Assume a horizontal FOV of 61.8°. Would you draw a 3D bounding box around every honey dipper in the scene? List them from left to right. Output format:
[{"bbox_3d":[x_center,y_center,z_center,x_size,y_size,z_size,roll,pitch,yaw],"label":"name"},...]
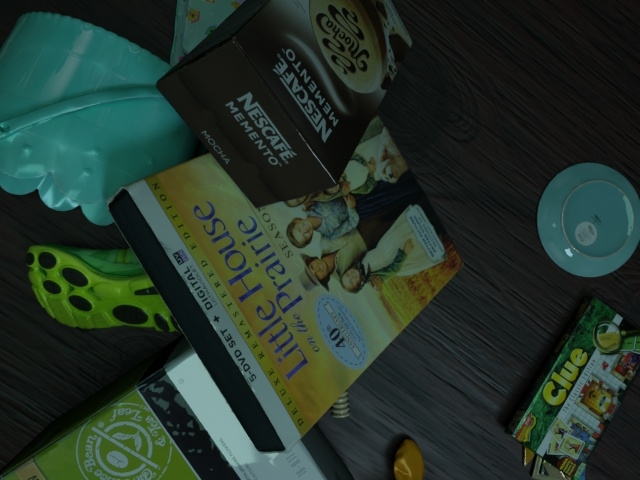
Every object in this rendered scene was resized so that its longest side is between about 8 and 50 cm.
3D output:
[{"bbox_3d":[0.024,0.183,0.807,0.031,0.030,0.160,-4,89,-8],"label":"honey dipper"}]

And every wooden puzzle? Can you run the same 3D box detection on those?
[{"bbox_3d":[0.379,0.357,0.862,0.116,0.014,0.078,10,89,-8],"label":"wooden puzzle"}]

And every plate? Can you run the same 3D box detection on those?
[{"bbox_3d":[0.443,-0.034,0.866,0.188,0.024,0.188,0,90,-9],"label":"plate"}]

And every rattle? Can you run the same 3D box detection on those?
[{"bbox_3d":[0.171,0.390,0.740,0.130,0.200,0.142,19,87,-7],"label":"rattle"}]

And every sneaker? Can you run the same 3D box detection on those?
[{"bbox_3d":[-0.262,0.059,0.735,0.296,0.123,0.109,8,108,10],"label":"sneaker"}]

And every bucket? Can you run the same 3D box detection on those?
[{"bbox_3d":[-0.277,-0.124,0.651,0.281,0.281,0.183,20,81,-7],"label":"bucket"}]

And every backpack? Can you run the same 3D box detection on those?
[{"bbox_3d":[-0.104,-0.282,0.736,0.188,0.144,0.165,7,84,-15],"label":"backpack"}]

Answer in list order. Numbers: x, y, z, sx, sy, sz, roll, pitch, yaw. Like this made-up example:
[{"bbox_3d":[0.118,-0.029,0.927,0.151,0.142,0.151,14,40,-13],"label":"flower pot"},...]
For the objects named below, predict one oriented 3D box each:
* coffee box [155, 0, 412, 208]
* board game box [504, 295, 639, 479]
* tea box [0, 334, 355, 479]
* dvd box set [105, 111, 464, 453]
[{"bbox_3d":[-0.018,-0.199,0.595,0.168,0.119,0.297,52,46,-29],"label":"coffee box"},{"bbox_3d":[0.416,0.233,0.853,0.136,0.030,0.259,34,82,-4],"label":"board game box"},{"bbox_3d":[-0.159,0.312,0.685,0.324,0.220,0.329,-34,95,-4],"label":"tea box"},{"bbox_3d":[0.000,0.000,0.668,0.420,0.062,0.307,-33,94,-44],"label":"dvd box set"}]
